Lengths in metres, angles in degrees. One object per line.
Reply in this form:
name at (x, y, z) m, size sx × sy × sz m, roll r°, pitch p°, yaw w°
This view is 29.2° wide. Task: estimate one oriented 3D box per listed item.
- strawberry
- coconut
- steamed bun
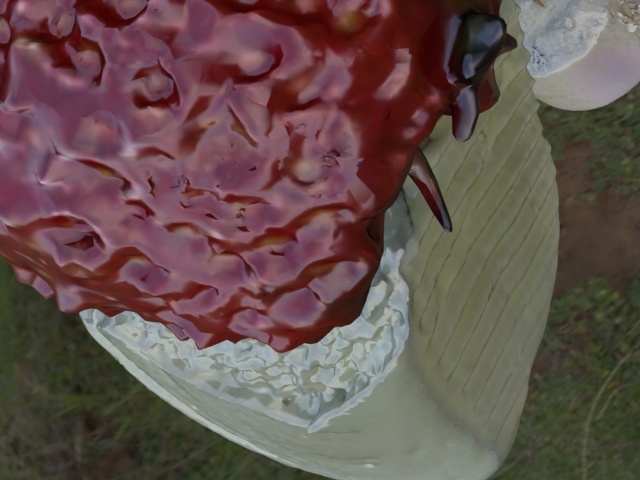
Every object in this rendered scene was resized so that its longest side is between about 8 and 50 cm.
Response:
strawberry at (-0.068, -0.095, 0.477) m, size 0.257 × 0.261 × 0.261 m, roll 20°, pitch 125°, yaw -21°
coconut at (0.323, -0.273, 1.538) m, size 0.224 × 0.234 × 0.224 m, roll -28°, pitch 54°, yaw 47°
steamed bun at (0.000, 0.000, 0.778) m, size 0.272 × 0.290 × 0.273 m, roll 2°, pitch 134°, yaw 32°
